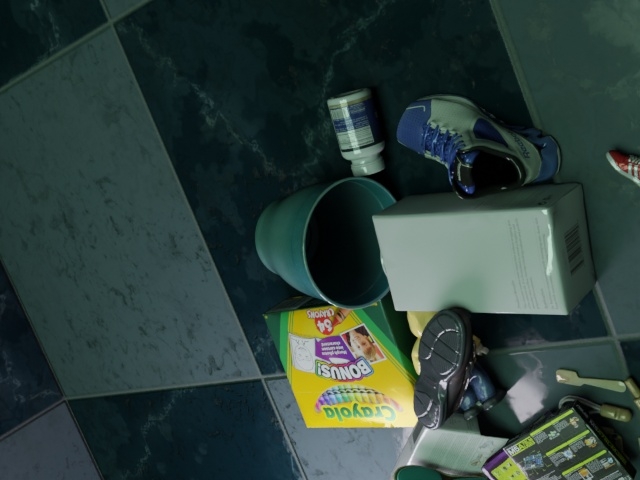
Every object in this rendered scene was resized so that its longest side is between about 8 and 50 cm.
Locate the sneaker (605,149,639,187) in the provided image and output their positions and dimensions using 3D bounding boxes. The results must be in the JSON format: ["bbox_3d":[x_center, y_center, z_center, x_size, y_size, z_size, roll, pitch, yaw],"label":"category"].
[{"bbox_3d":[0.554,-0.131,1.504,0.118,0.042,0.067,39,135,8],"label":"sneaker"}]

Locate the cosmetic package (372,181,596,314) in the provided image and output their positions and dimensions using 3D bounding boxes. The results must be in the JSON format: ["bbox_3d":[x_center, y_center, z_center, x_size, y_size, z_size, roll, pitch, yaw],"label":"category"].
[{"bbox_3d":[0.311,0.018,1.701,0.385,0.156,0.217,1,111,40],"label":"cosmetic package"}]

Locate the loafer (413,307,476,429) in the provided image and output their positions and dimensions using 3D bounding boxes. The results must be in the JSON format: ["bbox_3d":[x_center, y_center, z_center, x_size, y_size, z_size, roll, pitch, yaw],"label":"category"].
[{"bbox_3d":[0.258,0.248,1.760,0.109,0.095,0.302,40,135,37],"label":"loafer"}]

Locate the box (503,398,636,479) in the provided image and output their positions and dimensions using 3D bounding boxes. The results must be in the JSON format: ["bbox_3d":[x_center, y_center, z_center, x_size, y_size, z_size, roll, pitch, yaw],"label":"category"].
[{"bbox_3d":[0.495,0.438,1.751,0.184,0.045,0.191,51,124,7],"label":"box"}]

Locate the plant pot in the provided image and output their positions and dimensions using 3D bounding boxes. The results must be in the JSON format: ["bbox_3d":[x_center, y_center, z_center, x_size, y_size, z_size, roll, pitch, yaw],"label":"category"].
[{"bbox_3d":[0.000,0.000,1.883,0.255,0.272,0.271,4,114,53],"label":"plant pot"}]

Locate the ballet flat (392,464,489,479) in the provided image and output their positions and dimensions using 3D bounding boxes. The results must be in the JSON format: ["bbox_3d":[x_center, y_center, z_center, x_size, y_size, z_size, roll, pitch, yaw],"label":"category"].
[{"bbox_3d":[0.261,0.549,1.923,0.249,0.086,0.086,14,131,-15],"label":"ballet flat"}]

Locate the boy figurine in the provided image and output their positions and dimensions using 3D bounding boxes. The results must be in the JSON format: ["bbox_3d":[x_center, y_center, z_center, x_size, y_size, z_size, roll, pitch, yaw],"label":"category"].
[{"bbox_3d":[0.269,0.246,1.883,0.177,0.092,0.285,-39,83,33],"label":"boy figurine"}]

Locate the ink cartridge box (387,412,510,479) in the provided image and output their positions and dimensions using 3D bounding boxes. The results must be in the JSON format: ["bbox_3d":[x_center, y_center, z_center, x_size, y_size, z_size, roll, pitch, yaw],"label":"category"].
[{"bbox_3d":[0.303,0.501,1.968,0.239,0.060,0.275,10,127,-12],"label":"ink cartridge box"}]

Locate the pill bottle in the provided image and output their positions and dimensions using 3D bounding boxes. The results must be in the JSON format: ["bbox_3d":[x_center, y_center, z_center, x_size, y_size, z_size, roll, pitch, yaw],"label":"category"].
[{"bbox_3d":[0.080,-0.222,1.808,0.094,0.094,0.169,-4,109,40],"label":"pill bottle"}]

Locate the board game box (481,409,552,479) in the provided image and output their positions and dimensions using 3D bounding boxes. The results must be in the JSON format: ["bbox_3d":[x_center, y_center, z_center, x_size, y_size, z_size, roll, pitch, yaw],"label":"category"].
[{"bbox_3d":[0.528,0.541,1.822,0.347,0.056,0.208,45,127,8],"label":"board game box"}]

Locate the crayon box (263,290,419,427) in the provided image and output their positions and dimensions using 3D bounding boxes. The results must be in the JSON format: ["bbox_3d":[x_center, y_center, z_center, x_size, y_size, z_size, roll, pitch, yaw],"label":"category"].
[{"bbox_3d":[0.073,0.278,2.049,0.363,0.106,0.313,-11,104,41],"label":"crayon box"}]

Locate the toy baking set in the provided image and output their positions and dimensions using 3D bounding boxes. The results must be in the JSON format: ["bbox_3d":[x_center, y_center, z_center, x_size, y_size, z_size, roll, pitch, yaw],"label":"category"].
[{"bbox_3d":[0.579,0.352,1.731,0.197,0.030,0.256,-33,89,44],"label":"toy baking set"}]

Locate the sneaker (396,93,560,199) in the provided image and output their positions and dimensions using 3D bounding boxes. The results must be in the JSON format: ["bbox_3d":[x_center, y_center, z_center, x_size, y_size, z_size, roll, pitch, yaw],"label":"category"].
[{"bbox_3d":[0.267,-0.172,1.621,0.316,0.182,0.127,23,123,28],"label":"sneaker"}]
